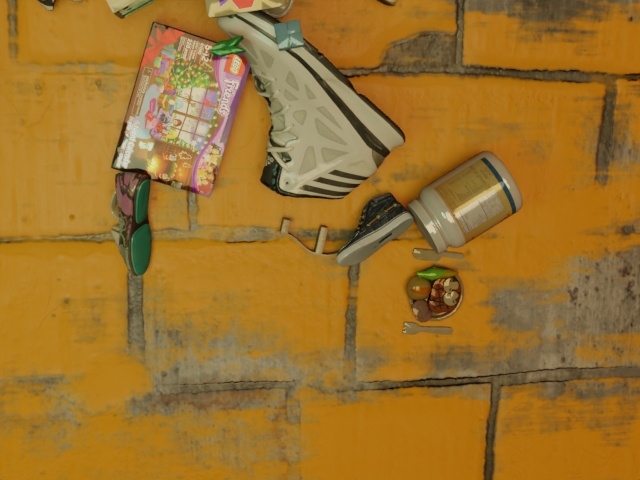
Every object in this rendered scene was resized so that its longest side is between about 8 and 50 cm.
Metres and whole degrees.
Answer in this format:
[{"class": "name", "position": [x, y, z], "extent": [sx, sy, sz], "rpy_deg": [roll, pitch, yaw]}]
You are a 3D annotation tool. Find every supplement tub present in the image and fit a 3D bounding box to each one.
[{"class": "supplement tub", "position": [0.292, -0.075, 1.694], "extent": [0.200, 0.144, 0.144], "rpy_deg": [-32, 105, 0]}]

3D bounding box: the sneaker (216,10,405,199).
[{"class": "sneaker", "position": [-0.065, -0.232, 1.574], "extent": [0.447, 0.169, 0.257], "rpy_deg": [38, 95, -26]}]

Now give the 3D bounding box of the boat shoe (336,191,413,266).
[{"class": "boat shoe", "position": [0.095, -0.022, 1.704], "extent": [0.183, 0.065, 0.083], "rpy_deg": [-32, 63, -10]}]

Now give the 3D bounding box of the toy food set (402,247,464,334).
[{"class": "toy food set", "position": [0.246, 0.117, 1.783], "extent": [0.132, 0.038, 0.192], "rpy_deg": [4, 102, -9]}]

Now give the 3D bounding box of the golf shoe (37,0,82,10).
[{"class": "golf shoe", "position": [-0.445, -0.497, 1.542], "extent": [0.198, 0.077, 0.094], "rpy_deg": [-24, 119, 2]}]

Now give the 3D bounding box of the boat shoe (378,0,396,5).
[{"class": "boat shoe", "position": [0.084, -0.521, 1.614], "extent": [0.170, 0.063, 0.059], "rpy_deg": [27, 95, -22]}]

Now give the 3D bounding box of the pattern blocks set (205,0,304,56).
[{"class": "pattern blocks set", "position": [-0.138, -0.478, 1.422], "extent": [0.286, 0.026, 0.324], "rpy_deg": [-2, 92, -3]}]

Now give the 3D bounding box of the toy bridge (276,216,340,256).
[{"class": "toy bridge", "position": [0.000, 0.000, 1.729], "extent": [0.188, 0.026, 0.063], "rpy_deg": [11, 101, -11]}]

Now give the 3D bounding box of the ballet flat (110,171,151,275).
[{"class": "ballet flat", "position": [-0.376, -0.037, 1.636], "extent": [0.079, 0.077, 0.221], "rpy_deg": [17, 121, 18]}]

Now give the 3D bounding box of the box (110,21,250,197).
[{"class": "box", "position": [-0.269, -0.252, 1.619], "extent": [0.201, 0.057, 0.293], "rpy_deg": [16, 99, -12]}]

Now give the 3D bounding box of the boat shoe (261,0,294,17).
[{"class": "boat shoe", "position": [-0.055, -0.545, 1.576], "extent": [0.095, 0.079, 0.254], "rpy_deg": [12, 102, -12]}]

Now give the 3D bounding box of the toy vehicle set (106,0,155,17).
[{"class": "toy vehicle set", "position": [-0.262, -0.486, 1.514], "extent": [0.267, 0.166, 0.035], "rpy_deg": [-29, 104, -1]}]
